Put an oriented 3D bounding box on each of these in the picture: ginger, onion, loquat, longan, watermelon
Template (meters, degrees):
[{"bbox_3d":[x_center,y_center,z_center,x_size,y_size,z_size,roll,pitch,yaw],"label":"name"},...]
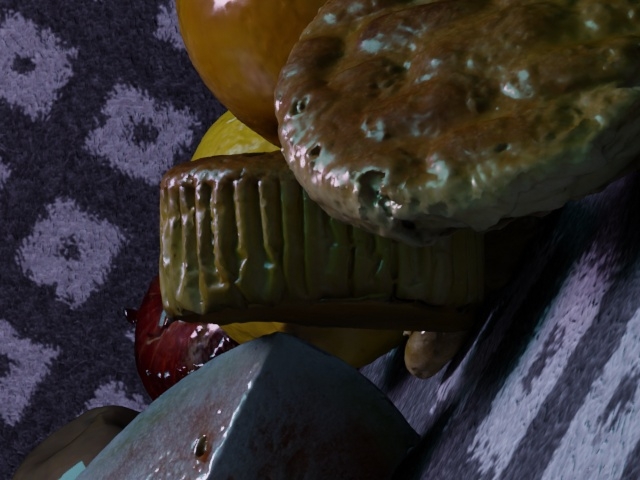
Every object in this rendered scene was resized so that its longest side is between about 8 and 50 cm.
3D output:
[{"bbox_3d":[0.117,0.013,1.660,0.205,0.081,0.115,-58,16,30],"label":"ginger"},{"bbox_3d":[-0.079,0.110,2.297,0.276,0.276,0.276,-60,4,7],"label":"onion"},{"bbox_3d":[0.039,-0.212,1.666,0.328,0.328,0.328,-60,4,7],"label":"loquat"},{"bbox_3d":[-0.231,0.335,2.314,0.288,0.288,0.350,-61,6,-8],"label":"longan"},{"bbox_3d":[-0.087,0.266,1.610,0.387,0.228,0.258,-48,17,24],"label":"watermelon"}]

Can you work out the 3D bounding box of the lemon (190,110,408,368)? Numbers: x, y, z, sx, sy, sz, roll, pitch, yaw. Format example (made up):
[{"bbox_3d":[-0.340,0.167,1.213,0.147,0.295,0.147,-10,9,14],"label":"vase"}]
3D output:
[{"bbox_3d":[0.001,-0.019,1.939,0.297,0.297,0.297,-60,4,7],"label":"lemon"}]

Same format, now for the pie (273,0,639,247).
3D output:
[{"bbox_3d":[0.119,-0.125,1.372,0.339,0.083,0.339,-16,41,15],"label":"pie"}]

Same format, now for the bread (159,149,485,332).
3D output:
[{"bbox_3d":[0.000,0.000,1.535,0.227,0.253,0.142,25,-113,-88],"label":"bread"}]
